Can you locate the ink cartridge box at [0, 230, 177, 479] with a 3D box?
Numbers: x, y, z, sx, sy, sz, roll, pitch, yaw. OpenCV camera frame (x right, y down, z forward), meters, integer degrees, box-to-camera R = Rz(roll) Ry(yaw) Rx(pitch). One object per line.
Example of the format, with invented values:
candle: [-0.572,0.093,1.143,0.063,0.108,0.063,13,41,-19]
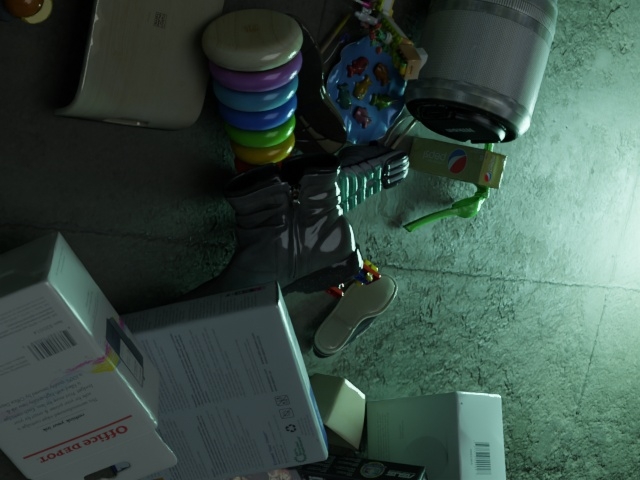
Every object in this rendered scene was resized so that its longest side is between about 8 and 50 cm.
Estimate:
ink cartridge box: [-0.354,0.184,1.314,0.207,0.119,0.353,-22,123,7]

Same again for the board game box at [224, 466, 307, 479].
board game box: [-0.155,0.433,1.611,0.243,0.042,0.165,-45,98,-21]

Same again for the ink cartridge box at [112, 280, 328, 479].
ink cartridge box: [-0.182,0.233,1.475,0.330,0.071,0.324,-11,125,5]

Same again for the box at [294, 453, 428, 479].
box: [0.063,0.480,1.708,0.060,0.270,0.216,-49,135,-53]

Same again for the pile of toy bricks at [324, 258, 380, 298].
pile of toy bricks: [0.000,0.000,1.637,0.212,0.118,0.105,35,44,-32]

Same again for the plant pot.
plant pot: [0.017,0.296,1.726,0.109,0.109,0.096,44,62,-39]

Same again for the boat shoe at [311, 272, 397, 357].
boat shoe: [0.057,0.135,1.751,0.206,0.075,0.065,-43,169,-29]

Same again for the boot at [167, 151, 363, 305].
boot: [-0.111,0.002,1.463,0.338,0.118,0.223,-26,128,-9]

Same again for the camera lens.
camera lens: [0.274,-0.315,1.668,0.219,0.219,0.274,23,81,-41]

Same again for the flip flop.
flip flop: [-0.032,-0.243,1.538,0.112,0.080,0.277,-20,138,9]

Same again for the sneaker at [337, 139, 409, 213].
sneaker: [0.035,-0.105,1.605,0.223,0.098,0.083,-21,130,-31]

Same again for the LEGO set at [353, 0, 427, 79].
LEGO set: [0.091,-0.382,1.560,0.107,0.132,0.287,18,65,-36]

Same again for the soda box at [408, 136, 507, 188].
soda box: [0.237,-0.139,1.724,0.058,0.181,0.061,10,96,-41]

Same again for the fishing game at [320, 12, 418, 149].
fishing game: [0.086,-0.253,1.660,0.189,0.041,0.264,-50,130,-16]

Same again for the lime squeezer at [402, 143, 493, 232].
lime squeezer: [0.277,-0.116,1.863,0.110,0.059,0.310,37,78,-9]

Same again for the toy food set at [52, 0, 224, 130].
toy food set: [-0.249,-0.308,1.347,0.220,0.092,0.306,2,103,-52]

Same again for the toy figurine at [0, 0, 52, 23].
toy figurine: [-0.425,-0.349,1.135,0.209,0.148,0.213,-7,107,-38]

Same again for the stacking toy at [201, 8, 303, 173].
stacking toy: [-0.088,-0.167,1.450,0.141,0.141,0.330,-31,138,-29]

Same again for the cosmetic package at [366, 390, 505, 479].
cosmetic package: [0.209,0.400,1.787,0.138,0.224,0.224,13,70,-43]
